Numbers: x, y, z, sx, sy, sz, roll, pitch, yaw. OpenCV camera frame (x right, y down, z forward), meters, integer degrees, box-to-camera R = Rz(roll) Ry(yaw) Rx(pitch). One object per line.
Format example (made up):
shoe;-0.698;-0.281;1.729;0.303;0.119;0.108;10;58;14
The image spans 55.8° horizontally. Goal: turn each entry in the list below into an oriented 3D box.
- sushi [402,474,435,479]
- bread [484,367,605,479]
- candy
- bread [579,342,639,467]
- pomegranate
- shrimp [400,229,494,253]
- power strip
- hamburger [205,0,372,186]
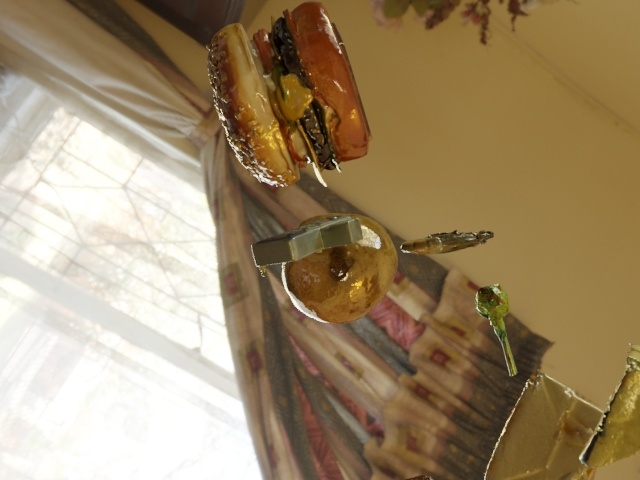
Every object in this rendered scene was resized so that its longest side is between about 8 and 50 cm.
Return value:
sushi;0.168;0.471;1.117;0.061;0.118;0.060;-97;177;-48
bread;0.692;0.619;1.806;0.390;0.279;0.371;-65;154;-9
candy;0.423;0.217;1.413;0.073;0.262;0.077;-22;-155;-1
bread;0.647;0.359;1.302;0.236;0.198;0.263;-42;157;25
pomegranate;0.047;0.062;1.463;0.281;0.281;0.281;-56;-169;16
shrimp;0.300;-0.002;1.448;0.150;0.217;0.051;-52;134;-82
power strip;0.000;0.000;1.035;0.145;0.061;0.215;-11;-173;32
hamburger;-0.053;-0.223;0.963;0.225;0.291;0.291;-20;-165;3
